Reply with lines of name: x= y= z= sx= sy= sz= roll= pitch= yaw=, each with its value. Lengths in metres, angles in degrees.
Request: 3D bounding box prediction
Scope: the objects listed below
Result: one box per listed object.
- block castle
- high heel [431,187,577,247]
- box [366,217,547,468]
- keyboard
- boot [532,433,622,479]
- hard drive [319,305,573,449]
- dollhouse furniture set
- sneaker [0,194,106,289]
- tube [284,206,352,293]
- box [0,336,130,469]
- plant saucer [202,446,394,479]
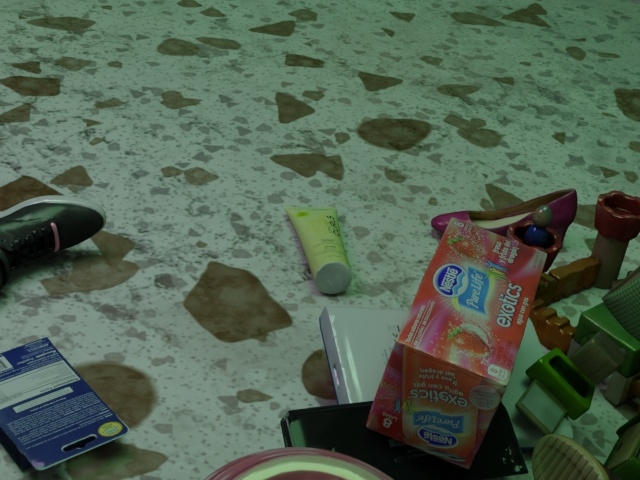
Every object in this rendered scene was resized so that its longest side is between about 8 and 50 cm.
block castle: x=0.517 y=0.095 z=1.739 sx=0.303 sy=0.213 sz=0.453 roll=-17 pitch=40 yaw=-34
high heel: x=0.317 y=-0.049 z=2.002 sx=0.244 sy=0.117 sz=0.082 roll=8 pitch=33 yaw=-1
box: x=0.179 y=0.123 z=1.492 sx=0.142 sy=0.154 sz=0.300 roll=21 pitch=37 yaw=8
keyboard: x=0.115 y=0.290 z=1.445 sx=0.317 sy=0.033 sz=0.201 roll=-2 pitch=58 yaw=-23
boot: x=0.375 y=0.339 z=1.394 sx=0.207 sy=0.090 sz=0.248 roll=17 pitch=28 yaw=-49
hard drive: x=0.170 y=0.188 z=1.593 sx=0.319 sy=0.040 sz=0.210 roll=4 pitch=47 yaw=-21
dollhouse furniture set: x=0.408 y=0.168 z=1.472 sx=0.197 sy=0.301 sz=0.151 roll=45 pitch=39 yaw=6
sneaker: x=-0.456 y=0.021 z=1.737 sx=0.296 sy=0.104 sz=0.147 roll=-11 pitch=39 yaw=-17
tube: x=0.000 y=0.000 z=1.912 sx=0.070 sy=0.062 sz=0.240 roll=41 pitch=15 yaw=-26
box: x=-0.360 y=0.217 z=1.508 sx=0.136 sy=0.036 sz=0.225 roll=-19 pitch=40 yaw=-35
plant saucer: x=-0.011 y=0.358 z=1.253 sx=0.332 sy=0.084 sz=0.332 roll=6 pitch=49 yaw=-7
